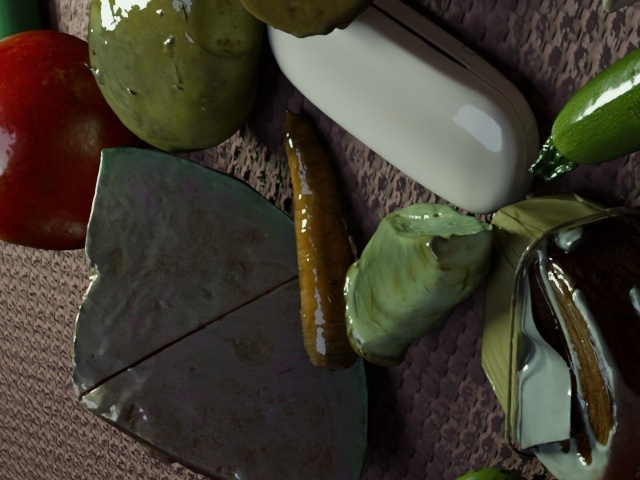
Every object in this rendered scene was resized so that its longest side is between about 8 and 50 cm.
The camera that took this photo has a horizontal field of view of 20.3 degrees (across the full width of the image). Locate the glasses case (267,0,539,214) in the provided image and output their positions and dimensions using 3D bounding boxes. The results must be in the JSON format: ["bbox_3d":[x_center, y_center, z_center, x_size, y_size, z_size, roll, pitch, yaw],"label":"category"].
[{"bbox_3d":[0.062,-0.129,1.457,0.297,0.075,0.113,39,139,32],"label":"glasses case"}]

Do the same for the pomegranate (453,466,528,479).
[{"bbox_3d":[0.171,0.260,1.547,0.159,0.129,0.129,-3,112,27],"label":"pomegranate"}]

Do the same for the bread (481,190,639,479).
[{"bbox_3d":[0.211,0.081,1.352,0.212,0.142,0.224,49,148,47],"label":"bread"}]

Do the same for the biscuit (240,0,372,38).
[{"bbox_3d":[-0.039,-0.374,1.305,0.394,0.076,0.368,43,132,-8],"label":"biscuit"}]

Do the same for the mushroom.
[{"bbox_3d":[0.080,0.023,1.468,0.333,0.087,0.107,116,146,-72],"label":"mushroom"}]

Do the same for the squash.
[{"bbox_3d":[0.233,-0.105,1.243,0.252,0.066,0.066,-31,86,57],"label":"squash"}]

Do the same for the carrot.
[{"bbox_3d":[0.000,0.000,1.634,0.059,0.059,0.248,-8,90,56],"label":"carrot"}]

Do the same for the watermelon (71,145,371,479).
[{"bbox_3d":[-0.105,0.094,1.747,0.222,0.319,0.292,157,128,-77],"label":"watermelon"}]

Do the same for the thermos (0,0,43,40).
[{"bbox_3d":[-0.337,-0.272,1.931,0.073,0.083,0.188,12,122,25],"label":"thermos"}]

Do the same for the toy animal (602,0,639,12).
[{"bbox_3d":[0.198,-0.285,1.085,0.166,0.154,0.250,-24,87,35],"label":"toy animal"}]

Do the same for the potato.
[{"bbox_3d":[-0.126,-0.201,1.613,0.192,0.141,0.296,56,144,20],"label":"potato"}]

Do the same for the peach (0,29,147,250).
[{"bbox_3d":[-0.285,-0.098,1.853,0.243,0.199,0.243,26,134,30],"label":"peach"}]
